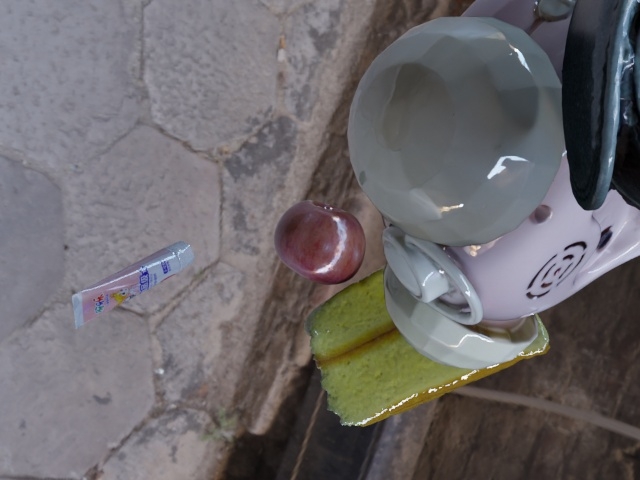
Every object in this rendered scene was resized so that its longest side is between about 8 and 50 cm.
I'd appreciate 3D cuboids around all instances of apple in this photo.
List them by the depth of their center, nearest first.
[{"bbox_3d":[0.000,0.000,1.159,0.153,0.153,0.120,10,106,-50],"label":"apple"}]

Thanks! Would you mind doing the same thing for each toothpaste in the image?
[{"bbox_3d":[-0.267,0.056,1.021,0.194,0.043,0.067,-32,148,-39],"label":"toothpaste"}]

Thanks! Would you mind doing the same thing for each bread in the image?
[{"bbox_3d":[0.160,0.146,1.188,0.361,0.233,0.245,-24,167,1],"label":"bread"}]

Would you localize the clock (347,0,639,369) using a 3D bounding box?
[{"bbox_3d":[0.181,-0.065,0.561,0.325,0.184,0.342,-33,141,-10],"label":"clock"}]

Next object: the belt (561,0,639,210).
[{"bbox_3d":[0.229,-0.099,0.325,0.267,0.116,0.206,-42,95,5],"label":"belt"}]
